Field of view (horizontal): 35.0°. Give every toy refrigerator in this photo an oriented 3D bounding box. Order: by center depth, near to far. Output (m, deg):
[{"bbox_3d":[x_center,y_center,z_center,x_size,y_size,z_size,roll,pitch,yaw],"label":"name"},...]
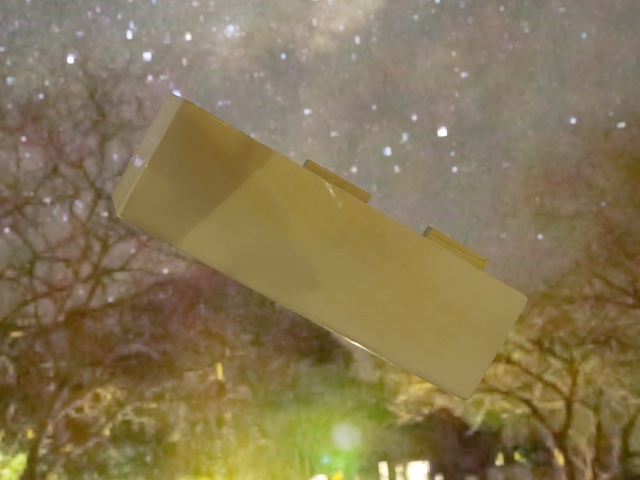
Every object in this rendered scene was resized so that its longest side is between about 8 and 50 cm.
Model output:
[{"bbox_3d":[0.000,0.000,0.698,0.270,0.094,0.102,30,2,-16],"label":"toy refrigerator"}]
